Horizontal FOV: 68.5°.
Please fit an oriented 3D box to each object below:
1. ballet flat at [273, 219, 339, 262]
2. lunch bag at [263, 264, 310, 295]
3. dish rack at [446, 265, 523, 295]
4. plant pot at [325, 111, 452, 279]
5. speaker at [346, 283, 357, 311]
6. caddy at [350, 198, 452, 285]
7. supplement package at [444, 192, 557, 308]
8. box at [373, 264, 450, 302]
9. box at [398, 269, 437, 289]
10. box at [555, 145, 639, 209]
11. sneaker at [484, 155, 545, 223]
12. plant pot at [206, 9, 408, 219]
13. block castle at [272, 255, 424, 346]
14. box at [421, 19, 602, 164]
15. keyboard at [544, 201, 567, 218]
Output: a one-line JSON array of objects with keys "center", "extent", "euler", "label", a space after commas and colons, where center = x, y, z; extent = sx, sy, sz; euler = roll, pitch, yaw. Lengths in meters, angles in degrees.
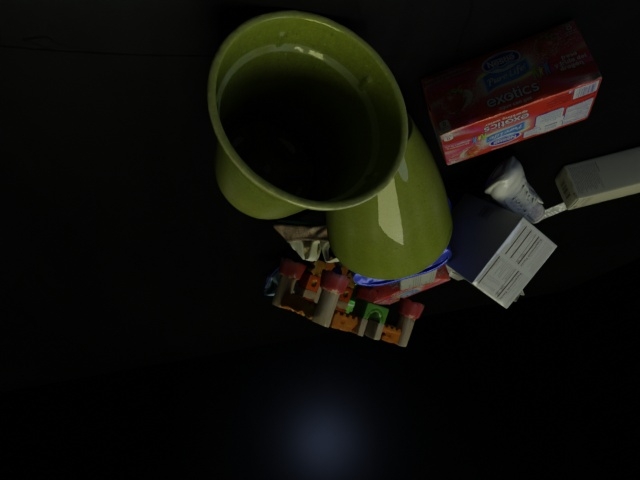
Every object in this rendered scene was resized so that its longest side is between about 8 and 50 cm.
[{"center": [0.000, 0.000, 1.160], "extent": [0.316, 0.106, 0.107], "euler": [1, 178, 41], "label": "ballet flat"}, {"center": [-0.115, 0.151, 1.666], "extent": [0.128, 0.096, 0.151], "euler": [3, 145, -37], "label": "lunch bag"}, {"center": [0.605, 0.147, 1.808], "extent": [0.332, 0.072, 0.285], "euler": [28, 179, 29], "label": "dish rack"}, {"center": [0.118, -0.112, 0.919], "extent": [0.274, 0.275, 0.293], "euler": [-14, 145, 5], "label": "plant pot"}, {"center": [0.108, 0.254, 2.033], "extent": [0.131, 0.131, 0.296], "euler": [-6, 159, -16], "label": "speaker"}, {"center": [0.190, -0.024, 1.269], "extent": [0.341, 0.179, 0.241], "euler": [-17, 137, 14], "label": "caddy"}, {"center": [0.444, 0.017, 1.264], "extent": [0.145, 0.262, 0.204], "euler": [33, 98, -23], "label": "supplement package"}, {"center": [0.310, 0.126, 1.770], "extent": [0.142, 0.154, 0.300], "euler": [7, 151, -44], "label": "box"}, {"center": [0.284, 0.044, 1.489], "extent": [0.119, 0.182, 0.181], "euler": [-16, 160, 4], "label": "box"}, {"center": [0.819, -0.179, 1.309], "extent": [0.275, 0.113, 0.094], "euler": [-13, 161, 5], "label": "box"}, {"center": [0.513, -0.122, 1.208], "extent": [0.114, 0.152, 0.305], "euler": [-54, 154, 9], "label": "sneaker"}, {"center": [-0.053, -0.146, 0.717], "extent": [0.276, 0.276, 0.254], "euler": [-3, 169, -24], "label": "plant pot"}, {"center": [0.095, 0.178, 1.539], "extent": [0.453, 0.213, 0.303], "euler": [22, 174, -39], "label": "block castle"}, {"center": [0.320, -0.246, 0.815], "extent": [0.256, 0.123, 0.128], "euler": [-18, 159, 15], "label": "box"}, {"center": [0.852, -0.125, 1.613], "extent": [0.256, 0.014, 0.072], "euler": [-29, 155, 37], "label": "keyboard"}]
